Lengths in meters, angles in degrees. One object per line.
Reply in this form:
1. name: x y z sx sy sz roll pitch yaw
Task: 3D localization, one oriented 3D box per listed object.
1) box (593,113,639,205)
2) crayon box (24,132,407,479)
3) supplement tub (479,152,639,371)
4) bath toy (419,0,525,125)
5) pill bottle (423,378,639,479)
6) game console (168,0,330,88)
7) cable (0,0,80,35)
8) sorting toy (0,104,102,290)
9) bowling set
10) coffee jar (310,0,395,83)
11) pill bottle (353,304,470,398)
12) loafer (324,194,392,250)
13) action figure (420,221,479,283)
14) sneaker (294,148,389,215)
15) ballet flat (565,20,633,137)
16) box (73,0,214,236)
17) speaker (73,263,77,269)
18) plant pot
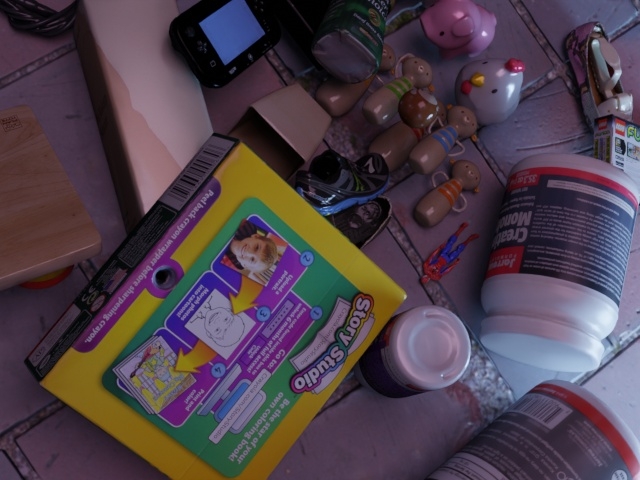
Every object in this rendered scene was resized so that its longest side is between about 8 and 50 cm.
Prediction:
1. box: 0.499 -0.111 1.683 0.207 0.036 0.114 15 74 -35
2. crayon box: -0.119 0.107 1.348 0.313 0.106 0.363 43 81 -27
3. supplement tub: 0.335 0.030 1.551 0.191 0.191 0.272 20 72 -13
4. bath toy: 0.198 -0.336 1.604 0.151 0.129 0.348 -15 75 -24
5. pill bottle: 0.239 0.364 1.433 0.363 0.210 0.210 -35 90 -21
6. game console: -0.076 -0.303 1.498 0.213 0.044 0.361 51 41 -9
7. cable: -0.385 -0.367 1.498 0.151 0.047 0.184 -35 92 -17
8. sorting toy: -0.428 -0.017 1.325 0.257 0.089 0.255 -21 56 -21
9. bowling set: 0.151 -0.174 1.544 0.154 0.200 0.287 -44 96 -24
10. coffee jar: 0.050 -0.313 1.542 0.096 0.079 0.184 38 45 -26
11. pill bottle: 0.111 0.152 1.449 0.108 0.193 0.108 4 75 -17
12. loafer: 0.000 0.000 1.506 0.251 0.087 0.094 -37 90 -22
13. action figure: 0.183 0.022 1.594 0.038 0.030 0.115 47 70 -8
14. sneaker: 0.032 -0.088 1.478 0.188 0.067 0.078 -25 118 -47
15. ballet flat: 0.445 -0.238 1.711 0.077 0.079 0.221 -13 82 -23
16. box: -0.224 -0.166 1.444 0.121 0.148 0.311 -14 80 -20
17. speaker: -0.380 0.024 1.396 0.136 0.055 0.055 -12 81 -21
18. plant pot: -0.049 -0.153 1.522 0.109 0.109 0.096 45 59 -3
